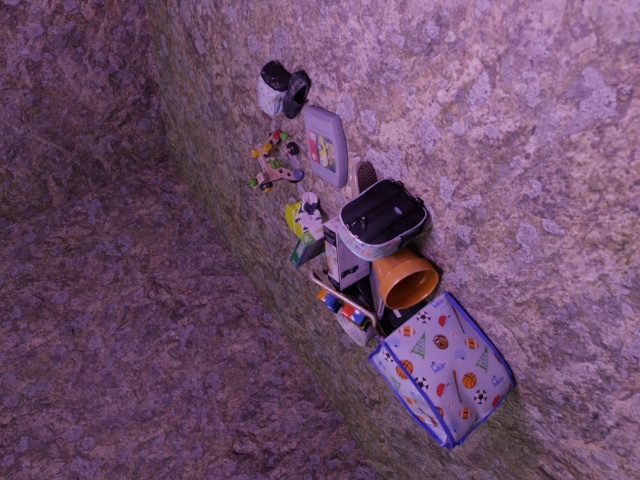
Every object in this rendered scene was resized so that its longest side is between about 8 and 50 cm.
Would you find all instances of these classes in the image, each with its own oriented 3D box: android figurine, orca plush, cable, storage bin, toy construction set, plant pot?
[{"bbox_3d":[-0.089,-0.081,2.233,0.273,0.056,0.248,42,151,34],"label":"android figurine"},{"bbox_3d":[0.086,0.204,2.149,0.287,0.102,0.151,30,142,49],"label":"orca plush"},{"bbox_3d":[0.164,0.388,2.211,0.257,0.089,0.257,35,149,47],"label":"cable"},{"bbox_3d":[0.329,0.264,1.761,0.122,0.084,0.180,59,155,3],"label":"storage bin"},{"bbox_3d":[-0.254,-0.346,2.037,0.309,0.237,0.258,25,138,53],"label":"toy construction set"},{"bbox_3d":[0.275,0.104,1.580,0.205,0.205,0.188,89,160,-47],"label":"plant pot"}]

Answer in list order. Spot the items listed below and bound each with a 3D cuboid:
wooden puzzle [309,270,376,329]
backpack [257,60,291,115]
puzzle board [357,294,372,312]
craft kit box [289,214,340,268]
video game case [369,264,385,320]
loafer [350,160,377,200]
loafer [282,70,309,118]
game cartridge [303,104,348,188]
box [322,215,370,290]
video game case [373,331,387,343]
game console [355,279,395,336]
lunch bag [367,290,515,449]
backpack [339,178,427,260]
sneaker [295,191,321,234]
[{"bbox_3d":[0.101,0.289,1.937,0.347,0.080,0.322,35,172,20],"label":"wooden puzzle"},{"bbox_3d":[-0.181,-0.586,1.780,0.152,0.115,0.182,50,157,17],"label":"backpack"},{"bbox_3d":[0.217,0.290,2.100,0.096,0.011,0.128,56,155,8],"label":"puzzle board"},{"bbox_3d":[0.000,0.000,1.916,0.061,0.246,0.250,57,156,14],"label":"craft kit box"},{"bbox_3d":[0.229,0.177,1.800,0.193,0.023,0.212,92,175,-49],"label":"video game case"},{"bbox_3d":[0.150,-0.159,1.620,0.092,0.102,0.269,21,136,47],"label":"loafer"},{"bbox_3d":[-0.092,-0.533,1.708,0.078,0.076,0.223,61,154,19],"label":"loafer"},{"bbox_3d":[0.025,-0.348,1.718,0.196,0.060,0.294,33,144,40],"label":"game cartridge"},{"bbox_3d":[0.110,0.039,1.826,0.087,0.169,0.290,35,141,42],"label":"box"},{"bbox_3d":[0.330,0.528,2.010,0.232,0.041,0.210,58,175,-9],"label":"video game case"},{"bbox_3d":[0.235,0.295,1.949,0.361,0.044,0.213,58,179,15],"label":"game console"},{"bbox_3d":[0.404,0.431,1.499,0.385,0.327,0.239,49,157,17],"label":"lunch bag"},{"bbox_3d":[0.186,-0.053,1.478,0.225,0.253,0.191,48,153,25],"label":"backpack"},{"bbox_3d":[-0.058,-0.083,2.029,0.153,0.094,0.235,111,152,-58],"label":"sneaker"}]
